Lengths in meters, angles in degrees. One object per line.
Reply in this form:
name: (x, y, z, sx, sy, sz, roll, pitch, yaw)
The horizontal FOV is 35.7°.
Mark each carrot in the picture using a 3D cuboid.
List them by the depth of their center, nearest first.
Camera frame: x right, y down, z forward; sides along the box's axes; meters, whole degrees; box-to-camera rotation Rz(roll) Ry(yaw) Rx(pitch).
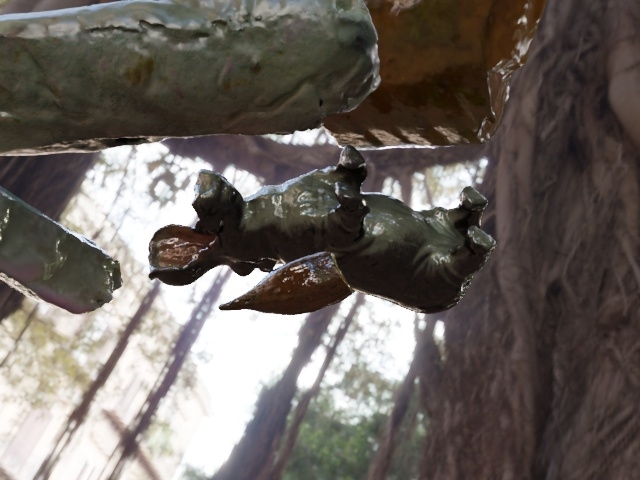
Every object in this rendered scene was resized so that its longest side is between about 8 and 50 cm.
carrot: (0.126, -0.225, 1.125, 0.341, 0.241, 0.241, -2, -42, 29)

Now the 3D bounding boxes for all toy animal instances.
toy animal: (-0.003, -0.012, 0.999, 0.343, 0.106, 0.168, 7, -45, -2)

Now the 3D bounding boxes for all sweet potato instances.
sweet potato: (-0.030, 0.042, 0.842, 0.117, 0.049, 0.049, -15, -36, -9)

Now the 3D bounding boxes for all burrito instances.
burrito: (-0.116, -0.095, 0.590, 0.309, 0.066, 0.096, -5, -53, -2)

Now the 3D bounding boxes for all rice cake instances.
rice cake: (-0.151, -0.026, 0.329, 0.043, 0.034, 0.211, 24, -9, 47)
